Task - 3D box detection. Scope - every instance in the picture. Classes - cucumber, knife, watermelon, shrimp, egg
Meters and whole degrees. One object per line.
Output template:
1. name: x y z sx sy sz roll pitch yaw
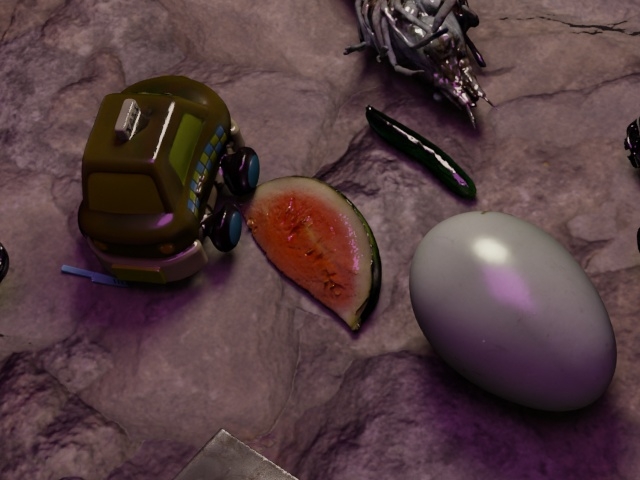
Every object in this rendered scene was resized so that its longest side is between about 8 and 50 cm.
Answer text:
1. cucumber: 0.125 -0.111 2.026 0.184 0.033 0.036 38 44 25
2. knife: -0.274 0.045 1.989 0.091 0.005 0.014 12 59 13
3. watermelon: -0.003 -0.001 1.963 0.119 0.063 0.245 -41 63 -3
4. shrimp: 0.103 -0.312 2.088 0.221 0.166 0.410 -28 48 -9
5. egg: 0.214 0.080 1.810 0.183 0.183 0.264 -41 69 -18

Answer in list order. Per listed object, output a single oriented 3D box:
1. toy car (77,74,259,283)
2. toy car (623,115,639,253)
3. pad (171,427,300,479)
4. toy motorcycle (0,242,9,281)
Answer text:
1. toy car: -0.198 -0.096 1.943 0.204 0.198 0.248 5 57 18
2. toy car: 0.459 -0.063 1.897 0.193 0.118 0.301 -25 52 34
3. pad: -0.041 0.362 1.641 0.367 0.007 0.247 31 61 26
4. toy motorcycle: -0.527 -0.017 1.994 0.213 0.125 0.358 -35 59 -5
